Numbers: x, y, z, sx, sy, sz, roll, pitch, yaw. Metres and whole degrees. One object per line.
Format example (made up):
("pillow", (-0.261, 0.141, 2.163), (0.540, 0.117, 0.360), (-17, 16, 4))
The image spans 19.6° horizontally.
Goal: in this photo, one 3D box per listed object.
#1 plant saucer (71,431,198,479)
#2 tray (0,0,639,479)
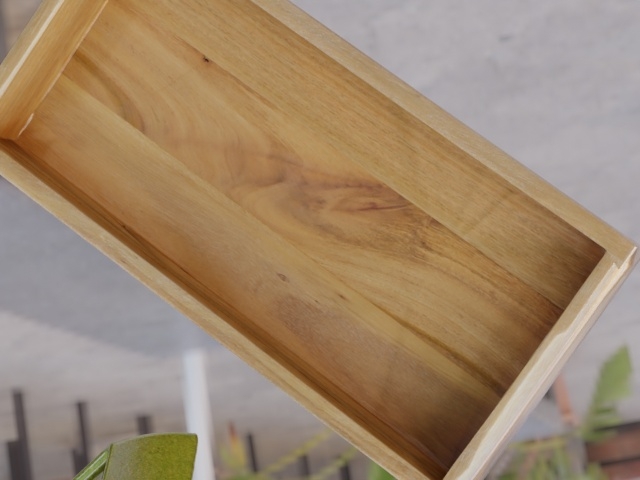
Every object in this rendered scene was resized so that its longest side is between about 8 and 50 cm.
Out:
("plant saucer", (-0.158, 0.206, 1.109), (0.188, 0.045, 0.188), (-43, -164, 18))
("tray", (-0.018, -0.031, 1.196), (0.203, 0.411, 0.076), (-55, 166, 7))
